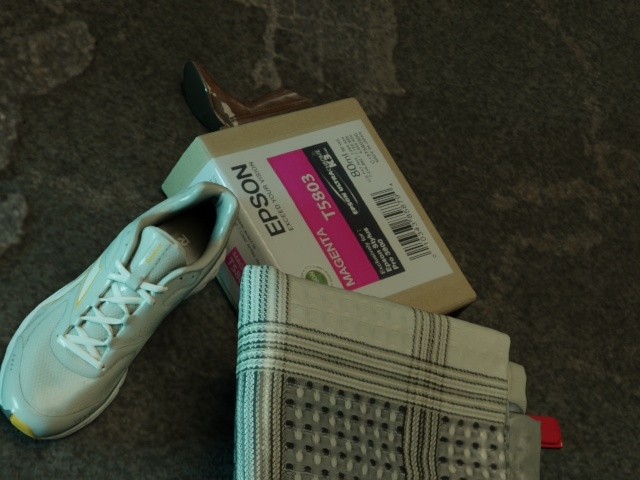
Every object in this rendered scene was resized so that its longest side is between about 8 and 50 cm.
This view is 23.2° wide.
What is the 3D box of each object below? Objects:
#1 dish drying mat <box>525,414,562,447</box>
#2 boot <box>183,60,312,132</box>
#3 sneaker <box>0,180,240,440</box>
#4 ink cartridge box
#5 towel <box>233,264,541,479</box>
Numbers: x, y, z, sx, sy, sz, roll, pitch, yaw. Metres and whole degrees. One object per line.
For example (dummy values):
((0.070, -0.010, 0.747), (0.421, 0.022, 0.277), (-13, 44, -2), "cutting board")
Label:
((0.189, 0.176, 1.451), (0.083, 0.008, 0.032), (7, 54, -26), "dish drying mat")
((-0.067, -0.137, 1.500), (0.114, 0.037, 0.106), (-22, 85, -36), "boot")
((-0.160, 0.043, 1.247), (0.099, 0.121, 0.262), (38, 60, -1), "sneaker")
((0.000, 0.000, 1.410), (0.193, 0.088, 0.235), (-18, 70, -39), "ink cartridge box")
((0.066, 0.199, 1.255), (0.324, 0.056, 0.312), (20, 59, -36), "towel")
